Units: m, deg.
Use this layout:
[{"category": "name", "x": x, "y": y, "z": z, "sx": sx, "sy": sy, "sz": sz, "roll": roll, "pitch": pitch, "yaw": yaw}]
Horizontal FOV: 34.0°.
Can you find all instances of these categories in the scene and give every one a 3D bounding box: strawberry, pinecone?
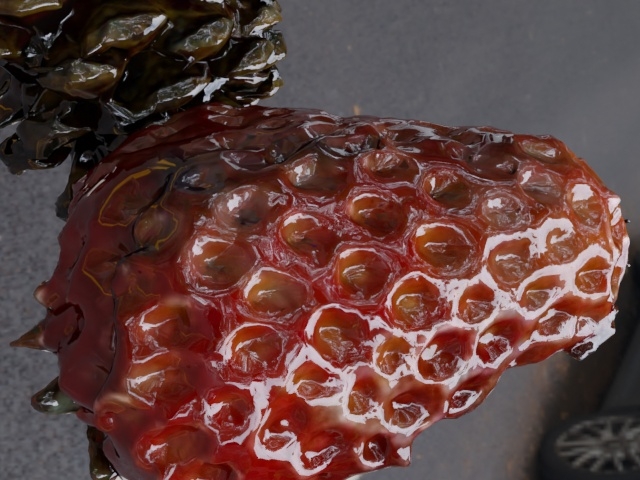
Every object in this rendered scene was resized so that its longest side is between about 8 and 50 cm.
[{"category": "strawberry", "x": -0.012, "y": 0.011, "z": 0.510, "sx": 0.253, "sy": 0.280, "sz": 0.150, "roll": -59, "pitch": 141, "yaw": -39}, {"category": "pinecone", "x": -0.139, "y": -0.126, "z": 0.702, "sx": 0.243, "sy": 0.243, "sz": 0.257, "roll": -9, "pitch": 95, "yaw": -63}]
